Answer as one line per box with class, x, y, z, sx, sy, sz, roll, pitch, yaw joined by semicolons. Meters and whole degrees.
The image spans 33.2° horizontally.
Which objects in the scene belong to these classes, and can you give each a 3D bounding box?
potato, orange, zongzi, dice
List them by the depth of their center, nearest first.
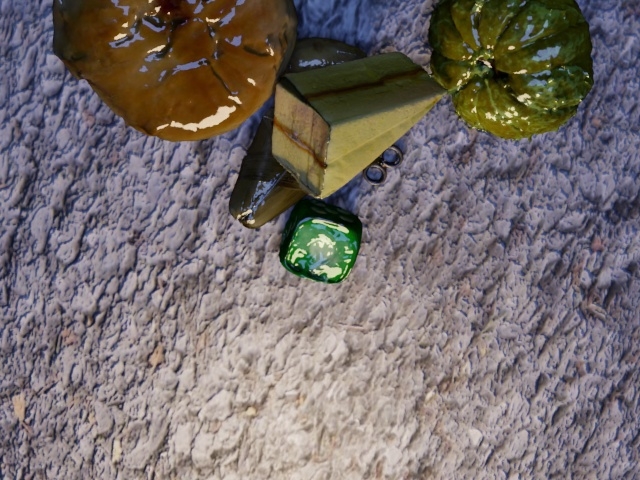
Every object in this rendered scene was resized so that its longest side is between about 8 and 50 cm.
orange;0.334;-0.319;1.821;0.301;0.223;0.300;58;143;2
potato;0.010;-0.305;1.910;0.171;0.080;0.107;3;101;-12
zongzi;-0.030;-0.099;1.943;0.242;0.112;0.221;23;85;-10
dice;0.000;0.000;2.001;0.131;0.120;0.128;16;107;-10

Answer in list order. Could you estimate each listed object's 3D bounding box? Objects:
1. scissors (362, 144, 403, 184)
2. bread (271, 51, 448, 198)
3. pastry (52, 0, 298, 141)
scissors;0.052;-0.194;1.987;0.220;0.017;0.088;39;107;-14
bread;0.065;-0.199;1.832;0.264;0.167;0.163;-17;136;-27
pastry;-0.238;-0.362;1.785;0.410;0.245;0.409;-3;120;-5
